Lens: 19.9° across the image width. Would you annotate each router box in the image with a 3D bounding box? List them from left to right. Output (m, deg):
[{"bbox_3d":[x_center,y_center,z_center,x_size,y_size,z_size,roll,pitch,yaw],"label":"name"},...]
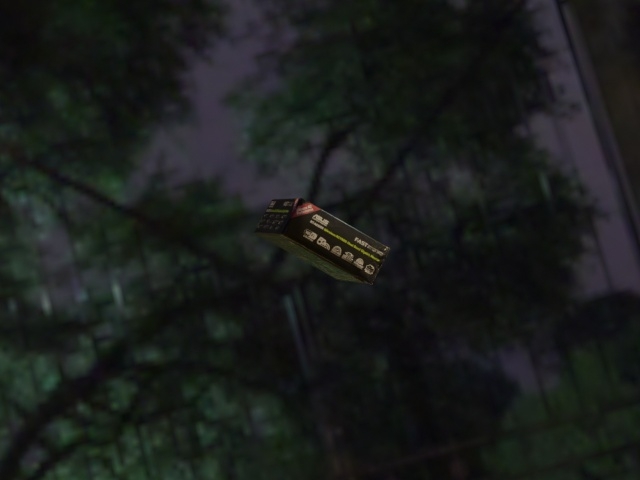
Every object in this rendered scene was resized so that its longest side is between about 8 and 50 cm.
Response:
[{"bbox_3d":[0.000,0.000,1.612,0.092,0.038,0.122,30,-6,-13],"label":"router box"}]
